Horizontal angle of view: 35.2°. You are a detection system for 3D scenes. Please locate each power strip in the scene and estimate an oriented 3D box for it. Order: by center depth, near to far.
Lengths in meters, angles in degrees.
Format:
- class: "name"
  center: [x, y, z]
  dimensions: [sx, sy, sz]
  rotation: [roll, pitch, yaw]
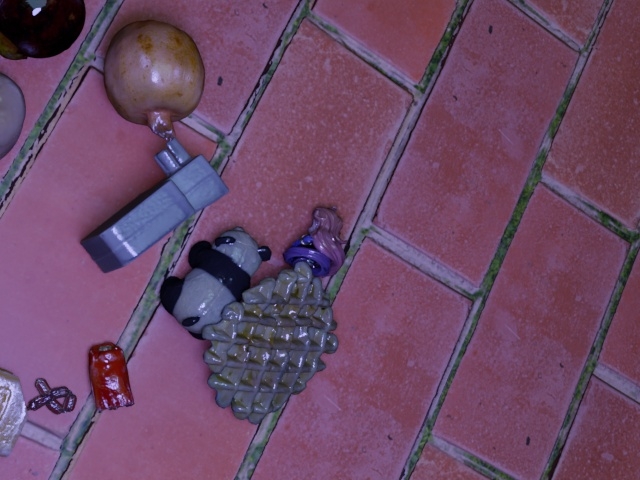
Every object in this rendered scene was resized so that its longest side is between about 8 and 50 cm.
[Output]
- class: "power strip"
  center: [-0.311, -0.068, 1.842]
  dimensions: [0.261, 0.229, 0.141]
  rotation: [-40, 101, -21]

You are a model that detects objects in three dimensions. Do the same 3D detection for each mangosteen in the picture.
- class: "mangosteen"
  center: [-0.519, -0.415, 1.799]
  dimensions: [0.210, 0.210, 0.209]
  rotation: [2, 85, -24]

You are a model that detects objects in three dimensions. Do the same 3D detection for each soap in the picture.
- class: "soap"
  center: [-0.626, 0.273, 1.761]
  dimensions: [0.232, 0.073, 0.140]
  rotation: [28, 80, -21]

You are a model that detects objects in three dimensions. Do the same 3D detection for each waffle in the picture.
- class: "waffle"
  center: [-0.089, 0.204, 1.961]
  dimensions: [0.309, 0.056, 0.291]
  rotation: [-36, 127, -27]

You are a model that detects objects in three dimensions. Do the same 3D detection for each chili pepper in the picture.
- class: "chili pepper"
  center: [-0.389, 0.251, 1.873]
  dimensions: [0.070, 0.073, 0.123]
  rotation: [-14, 95, -67]

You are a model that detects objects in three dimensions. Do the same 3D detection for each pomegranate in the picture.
- class: "pomegranate"
  center: [-0.313, -0.310, 1.878]
  dimensions: [0.207, 0.207, 0.207]
  rotation: [2, 85, -24]

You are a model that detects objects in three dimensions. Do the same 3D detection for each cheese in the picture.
- class: "cheese"
  center: [-0.638, -0.229, 1.772]
  dimensions: [0.235, 0.117, 0.218]
  rotation: [-36, 99, -26]

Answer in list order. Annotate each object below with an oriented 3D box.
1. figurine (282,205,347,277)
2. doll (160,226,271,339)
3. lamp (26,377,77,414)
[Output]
- class: "figurine"
  center: [0.006, 0.005, 2.045]
  dimensions: [0.157, 0.114, 0.126]
  rotation: [-54, 142, -23]
- class: "doll"
  center: [-0.200, 0.081, 1.937]
  dimensions: [0.143, 0.135, 0.234]
  rotation: [43, 67, -17]
- class: "lamp"
  center: [-0.488, 0.292, 1.846]
  dimensions: [0.083, 0.031, 0.063]
  rotation: [23, 78, -25]
